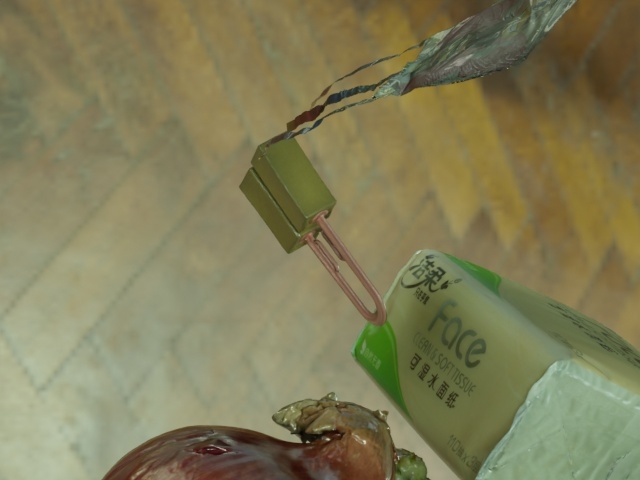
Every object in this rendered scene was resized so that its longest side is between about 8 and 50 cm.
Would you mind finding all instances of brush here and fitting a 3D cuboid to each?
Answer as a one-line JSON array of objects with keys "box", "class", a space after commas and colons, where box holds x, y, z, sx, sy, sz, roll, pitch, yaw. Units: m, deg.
[{"box": [0.000, 0.000, 2.089, 0.047, 0.103, 0.233, -29, 76, -25], "class": "brush"}]

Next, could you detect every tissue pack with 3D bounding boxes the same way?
[{"box": [0.269, 0.194, 2.220, 0.332, 0.405, 0.205, 27, 99, -25], "class": "tissue pack"}]

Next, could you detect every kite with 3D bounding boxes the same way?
[{"box": [0.087, -0.155, 1.674, 0.022, 0.360, 0.204, 54, 40, -16], "class": "kite"}]

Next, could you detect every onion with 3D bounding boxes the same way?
[{"box": [-0.063, 0.322, 1.648, 0.354, 0.354, 0.353, 6, 82, -54], "class": "onion"}]

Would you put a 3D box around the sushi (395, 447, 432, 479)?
[{"box": [0.040, 0.312, 1.985, 0.274, 0.139, 0.184, -9, 70, -38], "class": "sushi"}]
